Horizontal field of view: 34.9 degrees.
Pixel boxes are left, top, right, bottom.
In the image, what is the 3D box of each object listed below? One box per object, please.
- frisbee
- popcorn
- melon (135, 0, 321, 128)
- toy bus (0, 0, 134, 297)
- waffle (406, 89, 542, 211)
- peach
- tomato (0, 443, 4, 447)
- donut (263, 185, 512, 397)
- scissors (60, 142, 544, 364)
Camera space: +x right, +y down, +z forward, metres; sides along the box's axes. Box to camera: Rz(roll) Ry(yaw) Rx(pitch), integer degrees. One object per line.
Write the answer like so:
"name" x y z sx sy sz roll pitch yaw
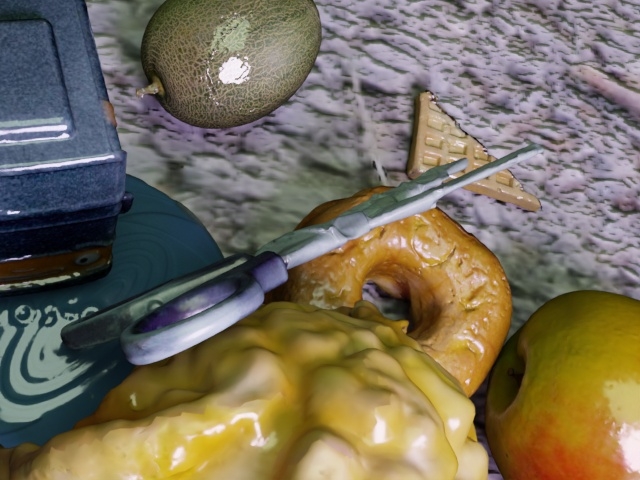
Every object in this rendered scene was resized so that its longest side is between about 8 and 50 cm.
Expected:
"frisbee" -0.203 0.065 0.856 0.290 0.049 0.289 6 70 -18
"popcorn" -0.058 0.197 0.711 0.382 0.349 0.348 17 67 -6
"melon" -0.085 -0.173 0.930 0.192 0.139 0.139 -32 85 -25
"toy bus" -0.260 -0.133 0.806 0.162 0.194 0.323 -8 63 -22
"waffle" 0.165 -0.091 1.053 0.153 0.023 0.097 15 69 -12
"peach" 0.258 0.157 0.902 0.231 0.231 0.230 6 70 -17
"tomato" -0.313 0.200 0.744 0.189 0.099 0.173 46 66 -3
"donut" 0.060 0.060 0.916 0.227 0.114 0.226 6 72 -18
"scissors" 0.000 0.000 0.771 0.384 0.256 0.029 -24 97 -23
